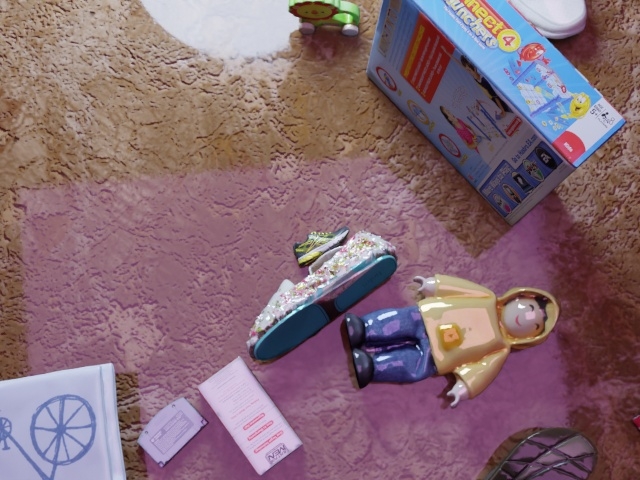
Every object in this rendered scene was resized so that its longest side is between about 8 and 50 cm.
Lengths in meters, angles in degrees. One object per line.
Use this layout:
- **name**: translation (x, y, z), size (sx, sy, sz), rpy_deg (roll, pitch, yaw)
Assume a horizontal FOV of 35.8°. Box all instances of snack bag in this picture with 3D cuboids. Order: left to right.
- **snack bag**: translation (-0.384, 0.343, 1.228), size (0.323, 0.037, 0.342), rpy_deg (-12, 79, 13)

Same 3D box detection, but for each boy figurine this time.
- **boy figurine**: translation (0.179, 0.128, 1.296), size (0.285, 0.092, 0.177), rpy_deg (-9, 77, 0)

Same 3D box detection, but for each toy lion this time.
- **toy lion**: translation (0.006, -0.317, 1.371), size (0.100, 0.096, 0.034), rpy_deg (3, 79, -1)

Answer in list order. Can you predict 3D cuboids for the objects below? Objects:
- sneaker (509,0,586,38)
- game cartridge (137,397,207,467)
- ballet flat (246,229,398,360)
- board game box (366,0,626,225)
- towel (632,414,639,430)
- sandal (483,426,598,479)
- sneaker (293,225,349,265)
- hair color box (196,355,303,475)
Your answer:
- **sneaker**: translation (0.290, -0.419, 1.389), size (0.110, 0.118, 0.292), rpy_deg (-24, 82, -8)
- **game cartridge**: translation (-0.196, 0.249, 1.300), size (0.083, 0.017, 0.056), rpy_deg (-43, 87, -9)
- **ballet flat**: translation (-0.006, 0.070, 1.316), size (0.241, 0.091, 0.077), rpy_deg (-33, 51, -11)
- **board game box**: translation (0.200, -0.184, 1.244), size (0.086, 0.308, 0.302), rpy_deg (-41, 84, -9)
- **towel**: translation (0.575, 0.279, 1.307), size (0.199, 0.031, 0.275), rpy_deg (-40, 81, -6)
- **sandal**: translation (0.259, 0.322, 1.280), size (0.090, 0.060, 0.219), rpy_deg (44, 96, 12)
- **sneaker**: translation (0.000, 0.000, 1.343), size (0.083, 0.031, 0.035), rpy_deg (-31, 81, -7)
- **hair color box**: translation (-0.091, 0.228, 1.292), size (0.072, 0.043, 0.141), rpy_deg (-35, 81, -7)
